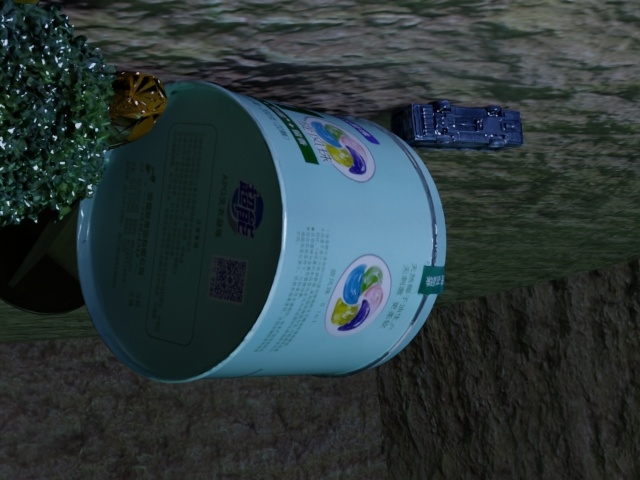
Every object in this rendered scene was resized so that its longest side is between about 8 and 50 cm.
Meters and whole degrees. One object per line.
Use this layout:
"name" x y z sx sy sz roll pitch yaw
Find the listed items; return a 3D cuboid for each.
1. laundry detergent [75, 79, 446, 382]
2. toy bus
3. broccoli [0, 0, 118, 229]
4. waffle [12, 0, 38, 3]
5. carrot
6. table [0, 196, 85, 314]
"laundry detergent" -0.043 0.001 1.156 0.287 0.287 0.305 -15 167 38
"toy bus" 0.154 -0.125 1.266 0.166 0.047 0.065 -1 172 -34
"broccoli" -0.268 -0.100 0.875 0.220 0.194 0.194 -28 175 -13
"waffle" -0.116 -0.200 0.613 0.293 0.069 0.260 -9 173 4
"carrot" -0.233 -0.108 1.079 0.229 0.068 0.069 -15 167 43
"table" -0.290 -0.026 1.286 0.167 0.167 0.227 -1 160 -29
